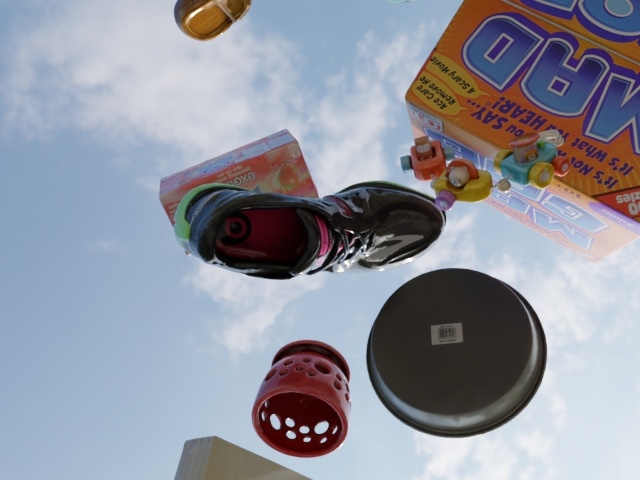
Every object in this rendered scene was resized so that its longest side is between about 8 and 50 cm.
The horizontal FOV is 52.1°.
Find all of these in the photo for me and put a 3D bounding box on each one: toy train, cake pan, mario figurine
[{"bbox_3d":[0.158,-0.087,0.651,0.125,0.166,0.046,-79,-26,-52],"label":"toy train"},{"bbox_3d":[0.209,0.165,1.052,0.293,0.293,0.054,-54,-34,-17],"label":"cake pan"},{"bbox_3d":[-0.165,-0.347,0.703,0.170,0.198,0.320,8,-134,-23],"label":"mario figurine"}]

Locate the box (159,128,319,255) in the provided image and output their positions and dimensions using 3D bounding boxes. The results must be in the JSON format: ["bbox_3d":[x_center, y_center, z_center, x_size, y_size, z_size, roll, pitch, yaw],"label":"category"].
[{"bbox_3d":[-0.171,-0.105,1.371,0.300,0.154,0.142,-23,-68,-4],"label":"box"}]

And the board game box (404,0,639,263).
[{"bbox_3d":[0.383,-0.223,0.995,0.356,0.356,0.356,32,-91,15],"label":"board game box"}]

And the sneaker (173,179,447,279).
[{"bbox_3d":[0.000,0.000,1.119,0.483,0.202,0.185,-4,-70,-16],"label":"sneaker"}]

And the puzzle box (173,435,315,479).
[{"bbox_3d":[-0.006,0.401,0.669,0.409,0.052,0.272,38,-132,-33],"label":"puzzle box"}]

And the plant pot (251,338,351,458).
[{"bbox_3d":[-0.029,0.311,1.318,0.191,0.174,0.191,4,-62,7],"label":"plant pot"}]

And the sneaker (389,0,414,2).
[{"bbox_3d":[0.267,-0.625,1.494,0.121,0.302,0.108,-4,-92,-46],"label":"sneaker"}]
